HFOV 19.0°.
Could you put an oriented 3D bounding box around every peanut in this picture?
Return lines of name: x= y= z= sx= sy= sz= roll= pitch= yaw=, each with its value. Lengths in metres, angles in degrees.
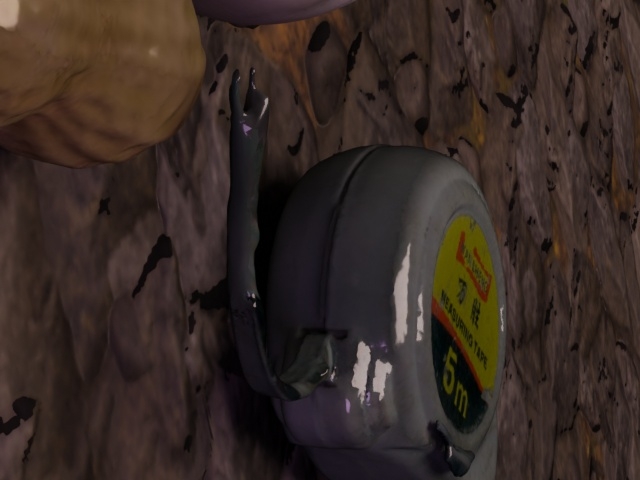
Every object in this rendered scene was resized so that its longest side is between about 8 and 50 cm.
peanut: x=-0.093 y=-0.068 z=0.529 sx=0.187 sy=0.082 sz=0.082 roll=12 pitch=73 yaw=-66

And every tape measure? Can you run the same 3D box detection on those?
tape measure: x=-0.001 y=0.001 z=0.726 sx=0.330 sy=0.084 sz=0.164 roll=55 pitch=34 yaw=-54

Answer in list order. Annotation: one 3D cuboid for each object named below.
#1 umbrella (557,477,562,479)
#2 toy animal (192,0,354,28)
umbrella: x=0.142 y=0.169 z=1.145 sx=0.031 sy=0.020 sz=0.083 roll=-62 pitch=179 yaw=35
toy animal: x=-0.022 y=-0.161 z=0.646 sx=0.179 sy=0.138 sz=0.166 roll=44 pitch=61 yaw=-52
